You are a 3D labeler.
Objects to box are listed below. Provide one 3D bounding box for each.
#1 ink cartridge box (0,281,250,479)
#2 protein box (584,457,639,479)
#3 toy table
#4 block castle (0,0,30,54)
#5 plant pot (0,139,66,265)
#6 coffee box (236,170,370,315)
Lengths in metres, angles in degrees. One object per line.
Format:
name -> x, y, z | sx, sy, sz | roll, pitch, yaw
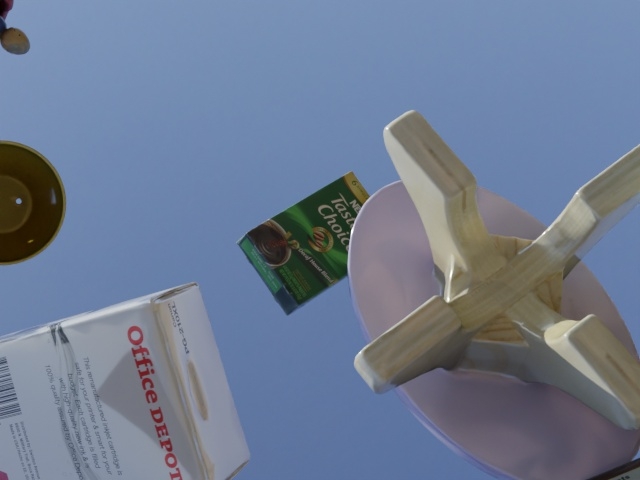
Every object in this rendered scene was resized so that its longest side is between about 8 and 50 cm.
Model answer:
ink cartridge box -> -0.201, 0.151, 0.966 | 0.100, 0.237, 0.171 | -23, -84, -71
protein box -> 0.247, 0.277, 0.713 | 0.136, 0.199, 0.201 | -20, -149, -5
toy table -> 0.132, 0.041, 0.777 | 0.274, 0.161, 0.252 | 40, -107, 14
block castle -> -0.517, -0.102, 1.172 | 0.213, 0.303, 0.453 | 31, -144, 1
plant pot -> -0.353, -0.041, 1.223 | 0.134, 0.095, 0.134 | 0, -88, -16
coffee box -> 0.000, 0.000, 1.354 | 0.184, 0.040, 0.113 | -30, -97, -34
